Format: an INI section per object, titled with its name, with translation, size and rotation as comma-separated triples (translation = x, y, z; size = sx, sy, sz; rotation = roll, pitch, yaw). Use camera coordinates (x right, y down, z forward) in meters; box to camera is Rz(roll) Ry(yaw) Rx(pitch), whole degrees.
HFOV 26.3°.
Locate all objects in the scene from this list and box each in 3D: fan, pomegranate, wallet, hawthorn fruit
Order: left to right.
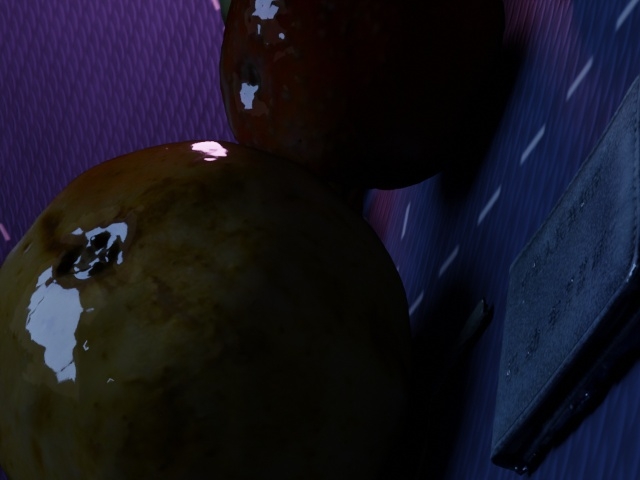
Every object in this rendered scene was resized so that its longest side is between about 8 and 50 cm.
[pomegranate]
translation = -0.086, 0.121, 1.158
size = 0.410, 0.410, 0.410
rotation = -162, 90, -82
[hawthorn fruit]
translation = 0.036, -0.165, 1.296
size = 0.275, 0.275, 0.299
rotation = 177, 101, -82
[fan]
translation = 0.073, 0.161, 1.156
size = 0.229, 0.011, 0.335
rotation = -80, 12, -48
[wallet]
translation = 0.157, 0.021, 0.818
size = 0.222, 0.036, 0.167
rotation = 118, 168, -51

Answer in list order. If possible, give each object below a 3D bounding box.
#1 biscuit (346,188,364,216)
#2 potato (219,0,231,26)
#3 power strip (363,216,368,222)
[biscuit]
translation = 0.000, 0.000, 1.651
size = 0.220, 0.066, 0.220
rotation = 16, -90, -80
[potato]
translation = 0.027, -0.318, 1.650
size = 0.221, 0.326, 0.243
rotation = 16, -125, -63
[power strip]
translation = 0.032, 0.056, 1.566
size = 0.075, 0.042, 0.175
rotation = 134, 153, -75
